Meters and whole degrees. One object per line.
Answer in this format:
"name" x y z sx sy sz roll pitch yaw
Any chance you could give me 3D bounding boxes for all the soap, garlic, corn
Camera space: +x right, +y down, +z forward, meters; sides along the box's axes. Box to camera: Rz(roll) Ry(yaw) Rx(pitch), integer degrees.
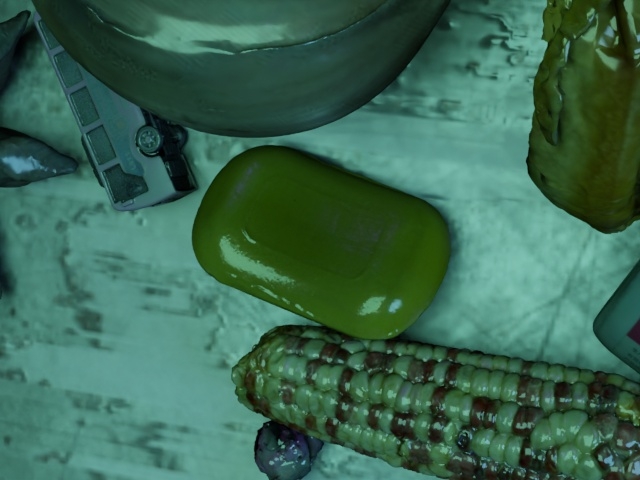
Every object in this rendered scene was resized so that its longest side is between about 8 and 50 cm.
"soap" 0.000 0.001 0.831 0.140 0.045 0.089 22 66 16
"garlic" -0.033 -0.174 0.756 0.292 0.210 0.237 0 101 7
"corn" 0.067 0.089 0.814 0.237 0.079 0.079 12 98 15

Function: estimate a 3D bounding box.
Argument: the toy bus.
"toy bus" -0.116 -0.079 0.871 0.052 0.037 0.130 -24 88 18

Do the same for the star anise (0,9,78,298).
"star anise" -0.240 -0.039 0.896 0.208 0.063 0.171 -5 95 16

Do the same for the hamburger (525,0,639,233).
"hamburger" 0.178 -0.136 0.655 0.158 0.318 0.318 13 98 18

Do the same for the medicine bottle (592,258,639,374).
"medicine bottle" 0.244 0.075 0.757 0.217 0.090 0.090 37 103 9

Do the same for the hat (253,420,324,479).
"hat" 0.001 0.205 0.828 0.129 0.140 0.227 -18 77 6
